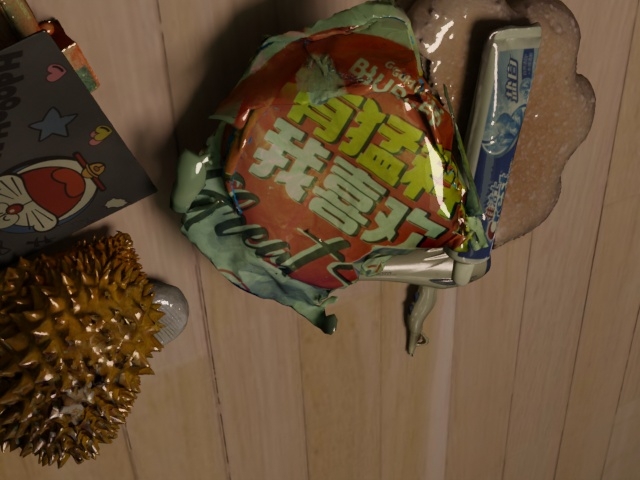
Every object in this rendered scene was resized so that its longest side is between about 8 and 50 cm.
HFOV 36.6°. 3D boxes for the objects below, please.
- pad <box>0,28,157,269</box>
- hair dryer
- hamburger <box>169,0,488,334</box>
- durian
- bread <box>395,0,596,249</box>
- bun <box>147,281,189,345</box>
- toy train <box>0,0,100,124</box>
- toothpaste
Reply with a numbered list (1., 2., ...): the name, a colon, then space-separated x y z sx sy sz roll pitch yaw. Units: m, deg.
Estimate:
1. pad: -0.246 -0.059 0.783 0.170 0.006 0.245 -26 153 -2
2. hair dryer: 0.090 0.066 1.145 0.167 0.067 0.199 9 132 -27
3. hamburger: 0.005 -0.071 0.891 0.276 0.150 0.260 -30 113 20
4. durian: -0.248 0.123 0.891 0.183 0.138 0.249 6 127 -35
5. bread: 0.189 -0.148 1.000 0.183 0.102 0.337 -35 133 -8
6. bun: -0.173 0.073 0.971 0.083 0.045 0.083 -6 128 -8
7. toy train: -0.256 -0.163 0.727 0.118 0.074 0.176 -36 134 -15
8. toothpaste: 0.161 -0.077 0.935 0.069 0.047 0.268 2 115 -13
